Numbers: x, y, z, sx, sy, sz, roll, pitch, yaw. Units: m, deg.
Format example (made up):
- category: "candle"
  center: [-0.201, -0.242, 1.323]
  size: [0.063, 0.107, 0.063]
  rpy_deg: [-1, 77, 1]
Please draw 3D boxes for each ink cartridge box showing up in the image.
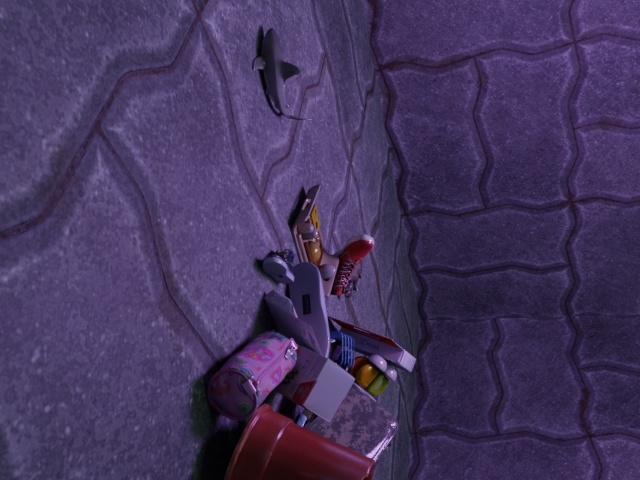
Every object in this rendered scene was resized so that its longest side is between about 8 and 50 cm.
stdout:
- category: "ink cartridge box"
  center: [0.176, 0.372, 2.229]
  size: [0.239, 0.275, 0.060]
  rpy_deg: [42, 69, -52]
- category: "ink cartridge box"
  center: [-0.035, 0.347, 1.562]
  size: [0.127, 0.176, 0.128]
  rpy_deg: [43, 71, -39]
- category: "ink cartridge box"
  center: [-0.059, 0.218, 1.628]
  size: [0.045, 0.179, 0.145]
  rpy_deg: [-43, 136, -28]

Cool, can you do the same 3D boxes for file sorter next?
- category: "file sorter"
  center: [0.044, 0.365, 2.065]
  size: [0.170, 0.105, 0.118]
  rpy_deg: [41, 48, -69]

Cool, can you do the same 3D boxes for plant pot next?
- category: "plant pot"
  center: [-0.038, 0.521, 1.322]
  size: [0.272, 0.265, 0.272]
  rpy_deg: [16, 90, -77]

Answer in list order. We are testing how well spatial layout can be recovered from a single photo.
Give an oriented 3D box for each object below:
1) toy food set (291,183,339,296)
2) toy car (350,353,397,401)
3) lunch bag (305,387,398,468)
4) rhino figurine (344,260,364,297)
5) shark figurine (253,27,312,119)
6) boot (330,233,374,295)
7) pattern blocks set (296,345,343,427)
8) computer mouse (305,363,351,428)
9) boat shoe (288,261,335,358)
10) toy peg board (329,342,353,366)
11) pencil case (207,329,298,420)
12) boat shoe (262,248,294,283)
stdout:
- category: "toy food set"
  center: [0.000, 0.000, 2.017]
  size: [0.219, 0.093, 0.306]
  rpy_deg: [-71, 153, -53]
- category: "toy car"
  center: [0.165, 0.473, 2.195]
  size: [0.159, 0.136, 0.182]
  rpy_deg: [-49, 132, -5]
- category: "lunch bag"
  center: [0.053, 0.606, 1.770]
  size: [0.305, 0.213, 0.256]
  rpy_deg: [-33, 154, -55]
- category: "rhino figurine"
  center: [0.117, 0.141, 2.431]
  size: [0.243, 0.073, 0.106]
  rpy_deg: [-65, 151, -57]
- category: "shark figurine"
  center: [-0.098, -0.441, 1.748]
  size: [0.166, 0.116, 0.278]
  rpy_deg: [-67, 147, -55]
- category: "boot"
  center: [0.102, 0.096, 2.170]
  size: [0.244, 0.089, 0.176]
  rpy_deg: [-44, -152, 49]
- category: "pattern blocks set"
  center: [-0.012, 0.438, 1.747]
  size: [0.324, 0.026, 0.285]
  rpy_deg: [-58, 171, -36]
- category: "computer mouse"
  center: [0.010, 0.492, 1.922]
  size: [0.261, 0.060, 0.184]
  rpy_deg: [-66, 164, -3]
- category: "boat shoe"
  center: [-0.034, 0.255, 1.808]
  size: [0.156, 0.136, 0.366]
  rpy_deg: [68, 14, -55]
- category: "toy peg board"
  center: [0.091, 0.477, 2.248]
  size: [0.161, 0.079, 0.160]
  rpy_deg: [-53, 137, -67]
- category: "pencil case"
  center: [-0.143, 0.293, 1.398]
  size: [0.284, 0.124, 0.124]
  rpy_deg: [-28, 113, -71]
- category: "boat shoe"
  center: [-0.112, 0.053, 1.679]
  size: [0.183, 0.065, 0.083]
  rpy_deg: [64, 25, -68]
